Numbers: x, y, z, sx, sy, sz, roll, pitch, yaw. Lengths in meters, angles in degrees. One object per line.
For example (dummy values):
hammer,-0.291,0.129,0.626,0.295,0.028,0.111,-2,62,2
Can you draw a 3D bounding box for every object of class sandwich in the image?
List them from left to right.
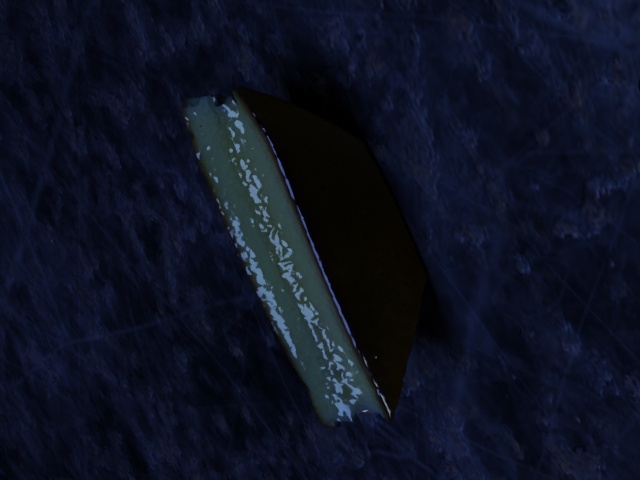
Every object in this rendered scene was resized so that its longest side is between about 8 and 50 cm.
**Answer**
sandwich,0.000,0.000,1.178,0.094,0.096,0.258,-13,103,54

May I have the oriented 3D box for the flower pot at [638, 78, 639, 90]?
flower pot,0.259,-0.040,0.637,0.202,0.212,0.212,55,153,-11
